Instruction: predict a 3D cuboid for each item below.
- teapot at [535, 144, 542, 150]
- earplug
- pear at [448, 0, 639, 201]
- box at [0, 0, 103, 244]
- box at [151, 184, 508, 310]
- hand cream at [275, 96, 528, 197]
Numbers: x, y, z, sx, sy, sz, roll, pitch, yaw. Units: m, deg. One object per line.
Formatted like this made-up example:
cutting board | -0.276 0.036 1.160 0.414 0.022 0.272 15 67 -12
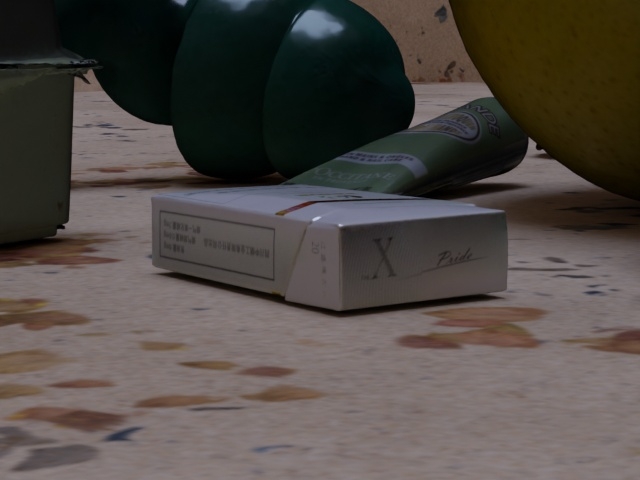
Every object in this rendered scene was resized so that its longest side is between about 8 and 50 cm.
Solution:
teapot | 0.231 -0.103 1.464 0.129 0.078 0.098 -11 38 42
earplug | -0.076 -0.115 1.225 0.280 0.163 0.257 13 18 18
pear | 0.241 -0.197 1.006 0.362 0.362 0.418 1 -11 10
box | -0.278 -0.081 0.909 0.291 0.166 0.221 5 8 34
box | 0.000 -0.001 0.746 0.084 0.040 0.154 -2 7 -33
hand cream | 0.061 -0.052 1.139 0.086 0.055 0.235 2 14 40
